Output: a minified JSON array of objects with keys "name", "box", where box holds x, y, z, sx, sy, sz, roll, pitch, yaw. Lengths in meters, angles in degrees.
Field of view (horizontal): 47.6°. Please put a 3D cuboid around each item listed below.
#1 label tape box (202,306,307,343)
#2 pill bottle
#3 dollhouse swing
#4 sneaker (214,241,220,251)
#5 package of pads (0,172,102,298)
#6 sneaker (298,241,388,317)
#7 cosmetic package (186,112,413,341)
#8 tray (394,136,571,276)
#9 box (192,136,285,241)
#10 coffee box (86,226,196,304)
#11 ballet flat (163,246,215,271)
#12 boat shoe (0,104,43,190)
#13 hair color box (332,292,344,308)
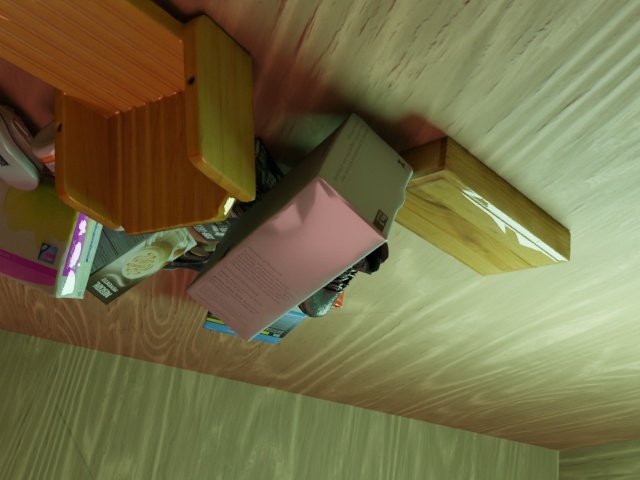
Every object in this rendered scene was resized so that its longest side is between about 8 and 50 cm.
[{"name":"label tape box","box":[-0.188,0.188,2.065,0.241,0.105,0.333,15,157,-13]},{"name":"pill bottle","box":[-0.418,-0.127,1.352,0.121,0.121,0.221,-6,136,32]},{"name":"dollhouse swing","box":[-0.325,-0.185,1.066,0.347,0.314,0.305,-7,171,36]},{"name":"sneaker","box":[-0.156,0.017,1.670,0.135,0.097,0.276,21,156,-30]},{"name":"package of pads","box":[-0.594,-0.029,1.506,0.297,0.229,0.101,16,-179,25]},{"name":"sneaker","box":[0.043,0.055,1.390,0.107,0.281,0.162,0,-153,-34]},{"name":"cosmetic package","box":[-0.038,-0.015,1.242,0.156,0.217,0.385,40,127,-12]},{"name":"tray","box":[0.282,-0.045,1.385,0.411,0.076,0.203,29,150,-36]},{"name":"box","box":[-0.184,-0.092,1.460,0.243,0.076,0.307,1,155,21]},{"name":"coffee box","box":[-0.416,0.017,1.601,0.247,0.098,0.141,-35,154,-7]},{"name":"ballet flat","box":[-0.347,0.040,1.852,0.203,0.074,0.074,8,157,20]},{"name":"boat shoe","box":[-0.595,-0.207,1.350,0.096,0.088,0.267,-4,144,17]},{"name":"hair color box","box":[0.024,0.090,1.711,0.043,0.141,0.072,25,153,-32]}]
